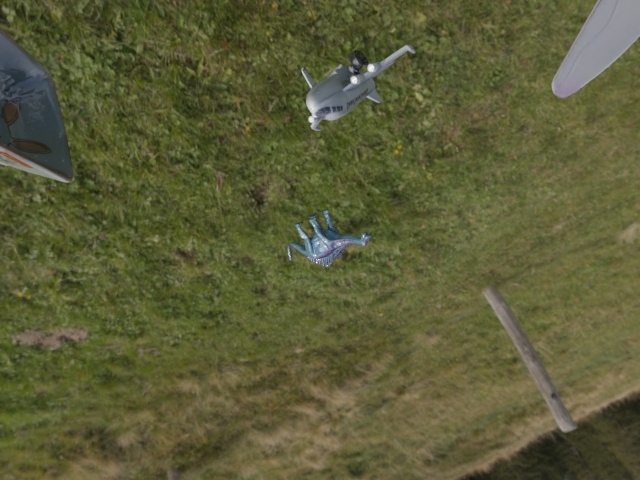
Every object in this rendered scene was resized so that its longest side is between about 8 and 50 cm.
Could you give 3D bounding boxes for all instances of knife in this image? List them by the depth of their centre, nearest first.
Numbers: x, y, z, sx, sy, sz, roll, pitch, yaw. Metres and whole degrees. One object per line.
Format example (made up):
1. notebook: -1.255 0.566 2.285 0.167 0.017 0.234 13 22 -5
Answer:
1. knife: 0.217 -0.201 0.265 0.058 0.032 0.244 10 115 -17

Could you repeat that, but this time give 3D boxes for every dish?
1. dish: -0.350 -0.149 0.453 0.064 0.154 0.234 -15 172 -4

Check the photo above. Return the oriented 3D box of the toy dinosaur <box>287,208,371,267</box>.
1. toy dinosaur: 0.000 0.000 0.661 0.045 0.080 0.197 -37 -166 -37

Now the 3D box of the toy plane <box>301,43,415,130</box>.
1. toy plane: 0.028 -0.177 0.527 0.162 0.065 0.171 -31 180 38
